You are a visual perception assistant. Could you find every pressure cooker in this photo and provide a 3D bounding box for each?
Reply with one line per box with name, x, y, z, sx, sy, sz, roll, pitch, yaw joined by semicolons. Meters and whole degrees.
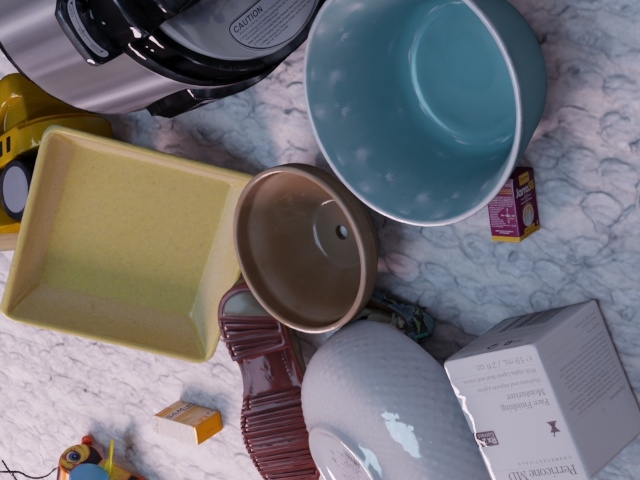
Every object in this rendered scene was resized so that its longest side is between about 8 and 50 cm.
pressure cooker;-0.193;-0.353;1.674;0.420;0.375;0.370;-7;76;52

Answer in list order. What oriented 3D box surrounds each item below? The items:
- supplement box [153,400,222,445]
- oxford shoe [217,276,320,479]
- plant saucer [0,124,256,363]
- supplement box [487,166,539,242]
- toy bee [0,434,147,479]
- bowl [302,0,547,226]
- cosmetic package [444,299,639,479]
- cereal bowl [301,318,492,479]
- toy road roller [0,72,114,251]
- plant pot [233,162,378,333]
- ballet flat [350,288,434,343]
supplement box;-0.219;0.300;2.241;0.098;0.062;0.036;8;115;38
oxford shoe;-0.060;0.212;2.033;0.123;0.130;0.348;-8;105;9
plant saucer;-0.279;-0.003;2.028;0.332;0.081;0.333;14;116;-12
supplement box;0.239;-0.045;1.690;0.043;0.055;0.083;4;112;38
toy bee;-0.408;0.415;2.420;0.298;0.162;0.195;35;124;-8
bowl;0.146;-0.188;1.631;0.311;0.163;0.312;18;120;34
cosmetic package;0.281;0.194;1.693;0.151;0.151;0.184;-18;96;45
cereal bowl;0.086;0.284;1.841;0.339;0.141;0.339;42;152;29
toy road roller;-0.460;-0.128;2.172;0.329;0.202;0.241;-22;77;46
plant pot;0.000;0.000;1.876;0.237;0.109;0.237;17;117;36
ballet flat;0.069;0.102;1.898;0.188;0.070;0.070;14;118;36
